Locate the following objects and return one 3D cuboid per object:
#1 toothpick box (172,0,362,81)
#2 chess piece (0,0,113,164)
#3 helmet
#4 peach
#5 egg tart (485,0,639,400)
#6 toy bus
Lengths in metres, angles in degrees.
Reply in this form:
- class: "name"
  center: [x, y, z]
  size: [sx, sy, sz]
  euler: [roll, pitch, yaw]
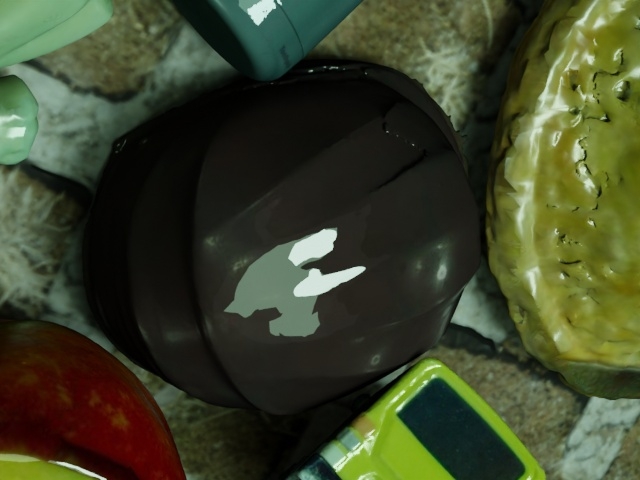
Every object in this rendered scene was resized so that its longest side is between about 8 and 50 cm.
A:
- class: "toothpick box"
  center: [-0.007, -0.200, 1.003]
  size: [0.184, 0.120, 0.120]
  euler: [-42, 123, -8]
- class: "chess piece"
  center: [-0.207, -0.146, 0.926]
  size: [0.176, 0.175, 0.298]
  euler: [27, 111, -33]
- class: "helmet"
  center: [0.000, 0.000, 1.039]
  size: [0.305, 0.177, 0.225]
  euler: [-22, 105, -14]
- class: "peach"
  center: [-0.185, 0.191, 1.010]
  size: [0.249, 0.245, 0.274]
  euler: [-16, 111, 29]
- class: "egg tart"
  center: [0.334, -0.058, 1.199]
  size: [0.443, 0.178, 0.443]
  euler: [-11, 114, -24]
- class: "toy bus"
  center: [0.055, 0.175, 1.111]
  size: [0.150, 0.262, 0.128]
  euler: [-43, 86, -12]
